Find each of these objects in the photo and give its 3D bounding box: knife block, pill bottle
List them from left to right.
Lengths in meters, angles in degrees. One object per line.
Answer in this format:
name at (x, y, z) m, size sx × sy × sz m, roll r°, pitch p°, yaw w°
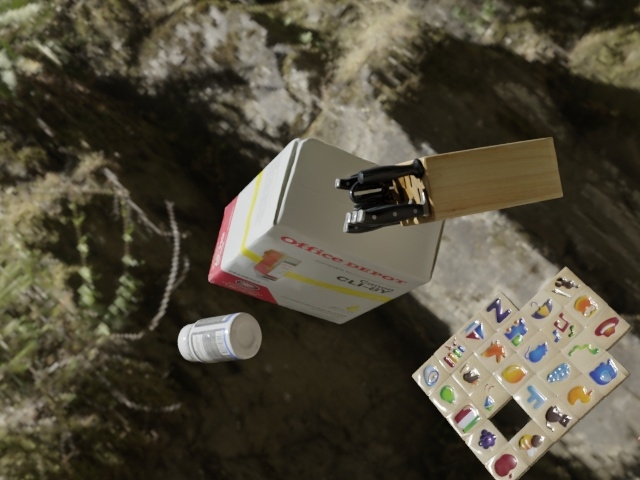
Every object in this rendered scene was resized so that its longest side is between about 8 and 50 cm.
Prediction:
pill bottle at (-0.173, 0.167, 1.651) m, size 0.137 × 0.078 × 0.078 m, roll -12°, pitch 11°, yaw 41°
knife block at (0.168, -0.071, 1.312) m, size 0.276 × 0.088 × 0.242 m, roll -10°, pitch 2°, yaw 22°

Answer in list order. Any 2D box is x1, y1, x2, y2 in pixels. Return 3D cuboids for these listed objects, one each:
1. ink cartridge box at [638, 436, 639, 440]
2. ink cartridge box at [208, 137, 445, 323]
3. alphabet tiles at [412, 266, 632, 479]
ink cartridge box at (0.562, 0.278, 1.418) m, size 0.231 × 0.134 × 0.078 m, roll -31°, pitch -28°, yaw -36°
ink cartridge box at (0.000, 0.000, 1.660) m, size 0.385 × 0.279 × 0.160 m, roll 144°, pitch 143°, yaw -64°
alphabet tiles at (0.249, 0.149, 1.180) m, size 0.237 × 0.198 × 0.009 m, roll -44°, pitch -42°, yaw 5°
